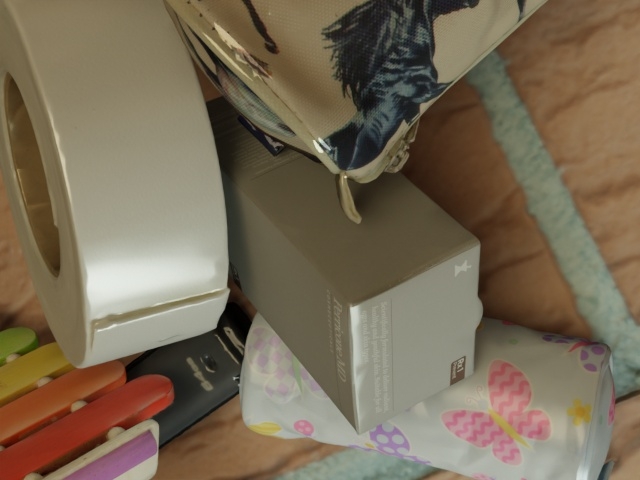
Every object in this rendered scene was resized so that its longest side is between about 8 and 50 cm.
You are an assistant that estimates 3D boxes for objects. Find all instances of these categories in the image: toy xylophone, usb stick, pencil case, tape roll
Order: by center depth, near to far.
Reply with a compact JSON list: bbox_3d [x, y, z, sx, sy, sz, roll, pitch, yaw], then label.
[{"bbox_3d":[0.108,-0.205,0.609,0.410,0.160,0.183,-39,111,-2],"label":"pencil case"},{"bbox_3d":[-0.162,-0.055,0.746,0.286,0.100,0.286,44,141,51],"label":"tape roll"},{"bbox_3d":[0.076,0.112,0.756,0.273,0.113,0.124,8,104,20],"label":"pencil case"},{"bbox_3d":[-0.278,0.153,0.818,0.322,0.236,0.081,17,124,34],"label":"toy xylophone"},{"bbox_3d":[-0.162,0.151,0.891,0.278,0.045,0.077,-36,82,21],"label":"usb stick"}]

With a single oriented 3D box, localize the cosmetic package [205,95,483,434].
[{"bbox_3d":[0.000,0.000,0.704,0.238,0.107,0.127,48,154,44],"label":"cosmetic package"}]
